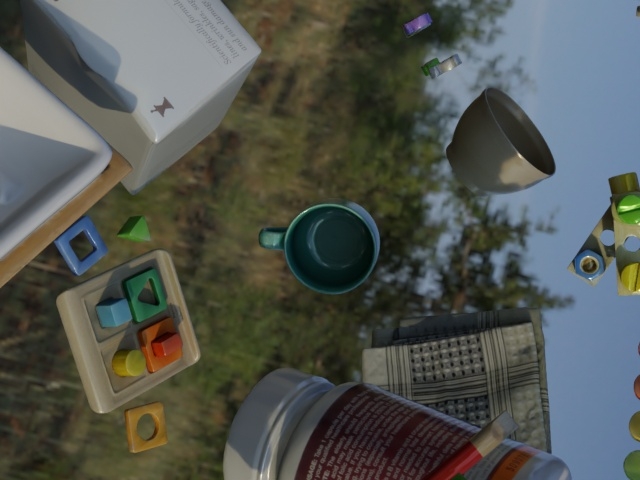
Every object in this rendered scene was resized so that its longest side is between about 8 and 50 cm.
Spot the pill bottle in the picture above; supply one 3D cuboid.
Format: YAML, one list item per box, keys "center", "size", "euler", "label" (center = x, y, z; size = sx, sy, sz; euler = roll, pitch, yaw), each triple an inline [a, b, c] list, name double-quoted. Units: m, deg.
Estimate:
- center: [0.089, 0.306, 1.517]
  size: [0.224, 0.392, 0.224]
  euler: [-33, 132, -46]
  label: "pill bottle"

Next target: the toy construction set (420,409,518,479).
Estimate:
- center: [0.267, 0.294, 1.206]
  size: [0.237, 0.309, 0.257]
  euler: [-40, 165, -3]
  label: "toy construction set"

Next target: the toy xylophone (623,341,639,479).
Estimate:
- center: [0.472, 0.244, 1.439]
  size: [0.081, 0.236, 0.323]
  euler: [59, 44, -52]
  label: "toy xylophone"

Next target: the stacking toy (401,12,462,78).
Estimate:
- center: [0.153, -0.340, 1.930]
  size: [0.167, 0.052, 0.221]
  euler: [62, 5, -7]
  label: "stacking toy"

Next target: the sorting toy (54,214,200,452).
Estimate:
- center: [-0.256, 0.125, 1.718]
  size: [0.196, 0.047, 0.348]
  euler: [-26, 106, -43]
  label: "sorting toy"

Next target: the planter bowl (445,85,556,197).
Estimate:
- center: [0.256, -0.132, 1.826]
  size: [0.109, 0.162, 0.162]
  euler: [-38, -162, 25]
  label: "planter bowl"

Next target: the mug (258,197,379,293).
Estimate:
- center: [0.009, -0.004, 1.744]
  size: [0.129, 0.158, 0.097]
  euler: [-51, 180, 12]
  label: "mug"

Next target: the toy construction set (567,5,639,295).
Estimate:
- center: [0.371, -0.099, 1.213]
  size: [0.151, 0.215, 0.328]
  euler: [-42, 139, -69]
  label: "toy construction set"

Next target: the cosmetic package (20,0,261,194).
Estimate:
- center: [-0.213, -0.199, 1.392]
  size: [0.156, 0.217, 0.385]
  euler: [-41, -175, -14]
  label: "cosmetic package"

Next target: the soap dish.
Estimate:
- center: [-0.350, -0.039, 1.095]
  size: [0.291, 0.229, 0.118]
  euler: [-47, 174, -29]
  label: "soap dish"

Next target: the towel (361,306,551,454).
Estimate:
- center: [0.222, 0.265, 2.046]
  size: [0.056, 0.312, 0.324]
  euler: [54, 31, -54]
  label: "towel"
